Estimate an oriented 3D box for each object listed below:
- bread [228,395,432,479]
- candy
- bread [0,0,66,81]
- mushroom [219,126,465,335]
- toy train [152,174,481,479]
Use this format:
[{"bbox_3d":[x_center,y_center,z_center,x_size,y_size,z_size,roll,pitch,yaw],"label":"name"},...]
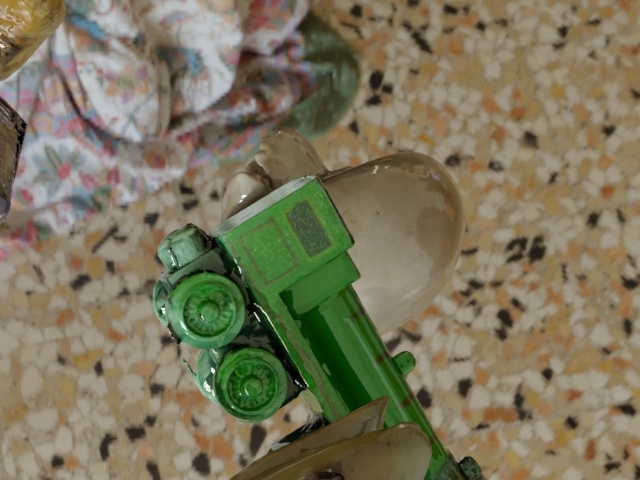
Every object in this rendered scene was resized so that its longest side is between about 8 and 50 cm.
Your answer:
[{"bbox_3d":[0.005,0.221,0.560,0.370,0.191,0.314,-24,110,-23],"label":"bread"},{"bbox_3d":[-0.281,-0.051,0.997,0.088,0.312,0.061,-44,109,4],"label":"candy"},{"bbox_3d":[-0.380,-0.266,1.327,0.244,0.244,0.134,3,51,-7],"label":"bread"},{"bbox_3d":[0.000,0.000,0.986,0.226,0.226,0.178,-21,77,-16],"label":"mushroom"},{"bbox_3d":[0.002,0.089,0.724,0.119,0.085,0.251,-33,100,-11],"label":"toy train"}]
